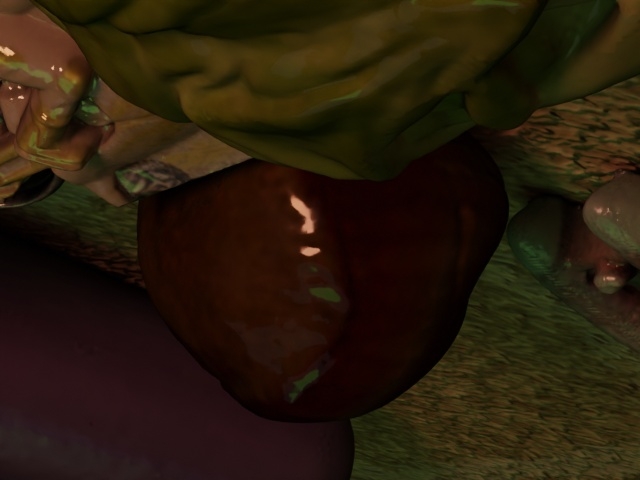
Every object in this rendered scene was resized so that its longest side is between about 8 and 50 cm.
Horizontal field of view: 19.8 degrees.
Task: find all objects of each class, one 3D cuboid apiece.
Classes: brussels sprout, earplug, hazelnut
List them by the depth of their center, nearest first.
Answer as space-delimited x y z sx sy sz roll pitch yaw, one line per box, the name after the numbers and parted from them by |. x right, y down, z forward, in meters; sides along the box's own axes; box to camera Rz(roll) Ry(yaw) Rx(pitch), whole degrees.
0.009 -0.156 0.633 0.328 0.247 0.328 6 168 1 | brussels sprout
0.000 0.000 1.105 0.229 0.229 0.229 15 158 6 | hazelnut
-0.183 0.132 1.553 0.456 0.215 0.215 21 158 -18 | earplug

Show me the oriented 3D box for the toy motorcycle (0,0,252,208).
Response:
-0.112 -0.117 0.953 0.341 0.108 0.223 -17 134 28 | toy motorcycle

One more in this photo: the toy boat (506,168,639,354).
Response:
0.228 0.042 1.159 0.227 0.085 0.155 28 155 -24 | toy boat
